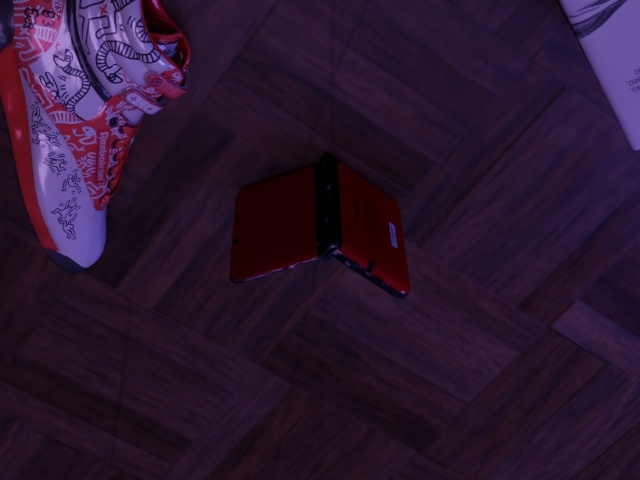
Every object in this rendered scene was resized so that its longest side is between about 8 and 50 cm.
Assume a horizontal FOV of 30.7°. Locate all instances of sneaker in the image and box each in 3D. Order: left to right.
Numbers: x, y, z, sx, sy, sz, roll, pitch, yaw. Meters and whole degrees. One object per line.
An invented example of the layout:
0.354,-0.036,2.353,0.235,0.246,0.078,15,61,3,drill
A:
-0.171,-0.093,0.943,0.145,0.090,0.270,-5,121,5,sneaker

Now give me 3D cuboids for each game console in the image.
0.000,0.000,0.976,0.124,0.144,0.085,33,117,-21,game console

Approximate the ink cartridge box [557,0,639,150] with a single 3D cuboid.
0.197,-0.229,0.798,0.114,0.197,0.273,-26,120,17,ink cartridge box
